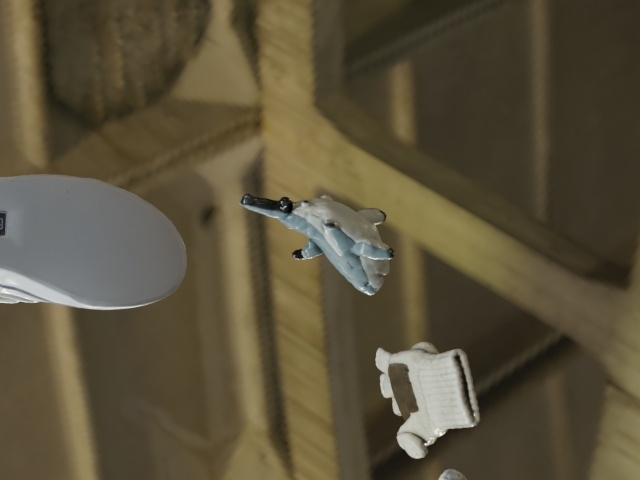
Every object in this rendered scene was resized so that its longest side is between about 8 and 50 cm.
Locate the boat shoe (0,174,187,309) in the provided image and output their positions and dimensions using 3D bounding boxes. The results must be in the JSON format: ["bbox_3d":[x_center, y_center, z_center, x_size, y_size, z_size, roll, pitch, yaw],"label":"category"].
[{"bbox_3d":[-0.236,0.004,1.324,0.267,0.088,0.096,3,-100,-21],"label":"boat shoe"}]

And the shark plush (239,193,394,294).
[{"bbox_3d":[0.000,0.000,1.663,0.161,0.073,0.067,18,-59,-32],"label":"shark plush"}]

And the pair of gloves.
[{"bbox_3d":[0.112,0.218,1.722,0.042,0.204,0.240,-12,-87,-15],"label":"pair of gloves"}]
